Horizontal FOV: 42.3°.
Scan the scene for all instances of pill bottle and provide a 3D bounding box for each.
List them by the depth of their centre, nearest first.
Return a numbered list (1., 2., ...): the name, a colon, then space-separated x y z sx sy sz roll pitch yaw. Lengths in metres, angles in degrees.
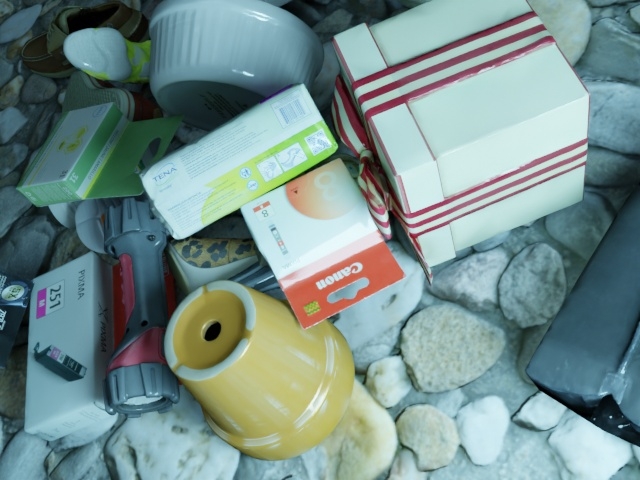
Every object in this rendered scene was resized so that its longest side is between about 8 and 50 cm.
1. pill bottle: -0.346 -0.100 1.374 0.208 0.117 0.117 -25 51 14

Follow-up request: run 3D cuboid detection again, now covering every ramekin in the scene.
1. ramekin: -0.136 -0.255 1.268 0.273 0.273 0.127 0 73 30

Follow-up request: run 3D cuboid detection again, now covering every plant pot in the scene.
1. plant pot: -0.088 0.146 1.022 0.205 0.188 0.205 -15 55 21

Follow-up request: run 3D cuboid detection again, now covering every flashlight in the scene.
1. flashlight: -0.264 0.091 1.168 0.103 0.103 0.304 -50 45 50

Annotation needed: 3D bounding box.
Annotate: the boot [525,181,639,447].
1. boot: 0.457 0.025 0.810 0.367 0.146 0.445 18 67 47

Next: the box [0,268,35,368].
1. box: -0.561 0.120 1.347 0.180 0.077 0.147 -1 68 45

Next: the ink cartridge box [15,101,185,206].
1. ink cartridge box: -0.341 -0.138 1.277 0.235 0.056 0.171 -5 50 34

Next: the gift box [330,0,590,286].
1. gift box: 0.163 -0.119 1.014 0.258 0.276 0.255 -21 53 2

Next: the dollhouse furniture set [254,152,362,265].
1. dollhouse furniture set: -0.025 -0.070 1.129 0.161 0.101 0.182 -4 49 -21

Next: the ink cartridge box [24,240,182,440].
1. ink cartridge box: -0.333 0.136 1.256 0.239 0.060 0.275 -25 52 16

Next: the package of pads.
1. package of pads: -0.101 -0.107 1.065 0.229 0.101 0.296 -29 7 3

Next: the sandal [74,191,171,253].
1. sandal: -0.252 -0.038 1.301 0.265 0.076 0.102 -12 80 7

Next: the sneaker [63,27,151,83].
1. sneaker: -0.362 -0.314 1.473 0.126 0.240 0.091 -6 85 46

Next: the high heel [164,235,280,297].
1. high heel: -0.118 0.022 1.218 0.186 0.093 0.261 -25 27 -22

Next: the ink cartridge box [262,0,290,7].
1. ink cartridge box: -0.160 -0.518 1.485 0.226 0.131 0.306 -35 46 -25

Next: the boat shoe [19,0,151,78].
1. boat shoe: -0.479 -0.416 1.650 0.324 0.120 0.122 -5 58 27

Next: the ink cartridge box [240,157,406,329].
1. ink cartridge box: 0.000 0.000 1.014 0.145 0.045 0.179 -27 57 -5

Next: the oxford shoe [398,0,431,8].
1. oxford shoe: 0.133 -0.562 1.358 0.169 0.130 0.449 -10 54 -9

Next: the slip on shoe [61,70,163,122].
1. slip on shoe: -0.390 -0.235 1.507 0.331 0.101 0.123 21 98 50
